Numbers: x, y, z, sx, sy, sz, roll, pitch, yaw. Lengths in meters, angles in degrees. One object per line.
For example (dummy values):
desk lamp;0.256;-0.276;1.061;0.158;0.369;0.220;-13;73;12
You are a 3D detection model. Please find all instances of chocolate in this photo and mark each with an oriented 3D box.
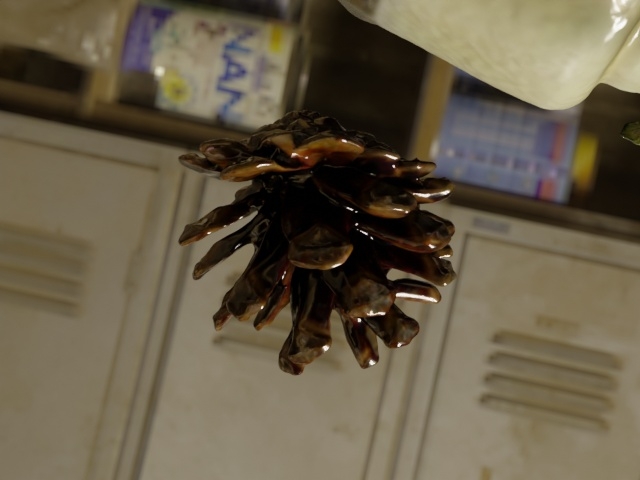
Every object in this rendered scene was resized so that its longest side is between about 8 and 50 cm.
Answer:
chocolate;0.203;-0.272;1.501;0.314;0.297;0.326;-58;164;1

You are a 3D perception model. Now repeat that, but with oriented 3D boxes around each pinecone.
pinecone;0.000;0.003;1.392;0.202;0.229;0.201;-129;-135;-71

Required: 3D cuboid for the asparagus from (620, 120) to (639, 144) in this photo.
asparagus;0.302;-0.089;1.350;0.045;0.178;0.041;-47;-125;45
